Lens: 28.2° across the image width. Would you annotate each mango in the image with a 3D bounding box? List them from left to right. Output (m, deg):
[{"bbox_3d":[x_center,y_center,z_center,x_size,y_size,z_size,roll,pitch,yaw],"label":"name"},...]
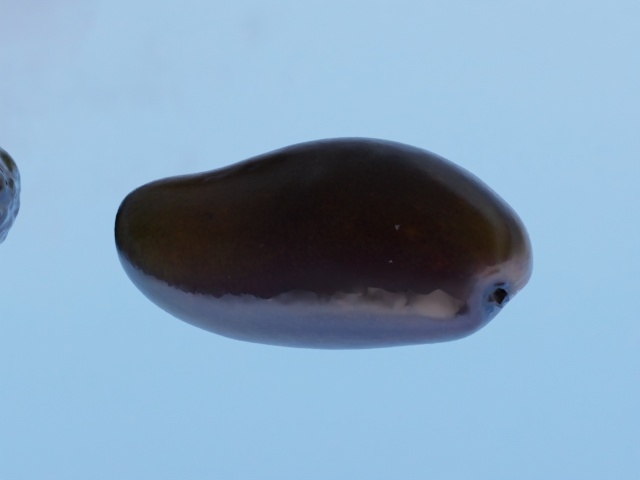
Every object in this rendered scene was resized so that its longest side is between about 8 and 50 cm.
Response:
[{"bbox_3d":[0.000,0.000,0.776,0.267,0.111,0.133,2,-106,21],"label":"mango"}]

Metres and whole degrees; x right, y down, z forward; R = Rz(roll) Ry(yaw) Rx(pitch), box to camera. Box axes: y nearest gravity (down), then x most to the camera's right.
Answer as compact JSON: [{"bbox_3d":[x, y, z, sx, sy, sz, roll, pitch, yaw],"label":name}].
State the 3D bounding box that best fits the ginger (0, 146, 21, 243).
[{"bbox_3d":[-0.457,-0.005,1.136,0.418,0.254,0.176,-28,-132,1],"label":"ginger"}]
